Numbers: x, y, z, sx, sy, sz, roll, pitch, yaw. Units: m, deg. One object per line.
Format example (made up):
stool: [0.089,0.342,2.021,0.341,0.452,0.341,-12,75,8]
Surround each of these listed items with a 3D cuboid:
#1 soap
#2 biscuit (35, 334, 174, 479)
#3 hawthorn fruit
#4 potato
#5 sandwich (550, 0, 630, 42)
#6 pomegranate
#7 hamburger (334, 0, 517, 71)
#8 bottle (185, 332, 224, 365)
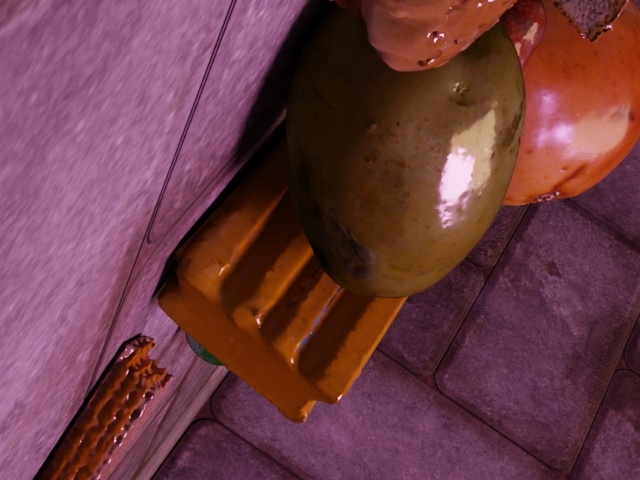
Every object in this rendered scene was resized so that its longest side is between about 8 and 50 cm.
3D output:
soap: [0.000,0.000,1.142,0.324,0.204,0.096,-52,-173,-38]
biscuit: [-0.266,0.266,1.137,0.379,0.054,0.094,-56,178,5]
hawthorn fruit: [0.161,-0.240,1.323,0.181,0.181,0.235,-55,173,-17]
potato: [0.072,-0.085,0.985,0.216,0.215,0.304,-53,149,-49]
sandwich: [0.209,-0.299,1.017,0.065,0.214,0.186,-53,175,-32]
pomegranate: [0.286,-0.256,1.665,0.410,0.410,0.410,-56,177,-4]
hamburger: [0.104,-0.241,0.671,0.259,0.144,0.283,-54,175,-34]
bottle: [-0.075,0.051,1.529,0.093,0.093,0.330,-57,177,33]
